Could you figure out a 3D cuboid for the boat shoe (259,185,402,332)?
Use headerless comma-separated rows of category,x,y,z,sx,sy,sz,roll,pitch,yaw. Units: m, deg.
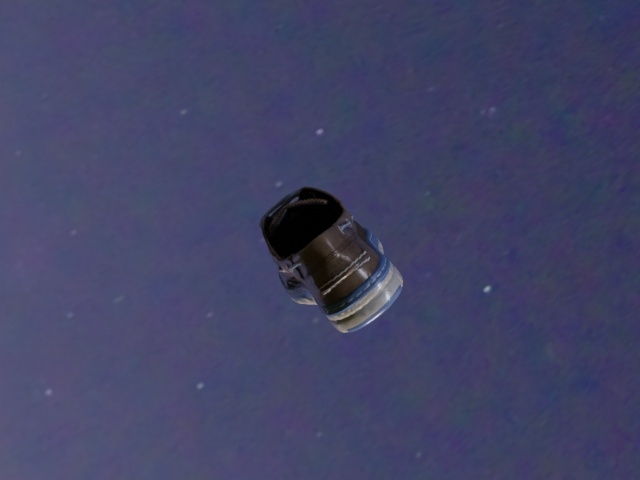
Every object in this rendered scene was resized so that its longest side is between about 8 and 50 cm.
boat shoe,0.000,0.000,0.945,0.066,0.066,0.183,53,-7,-16
